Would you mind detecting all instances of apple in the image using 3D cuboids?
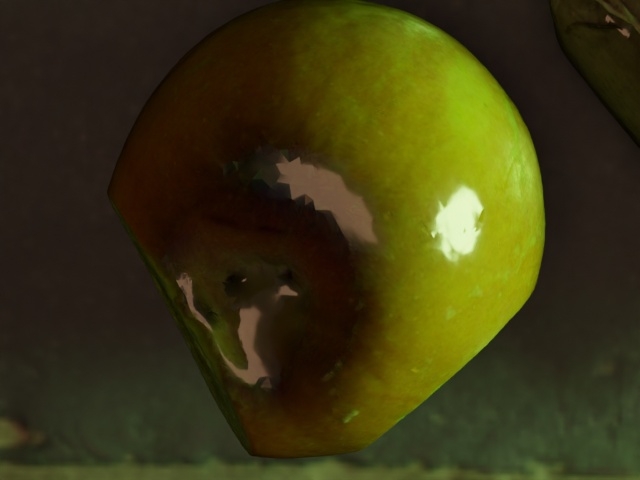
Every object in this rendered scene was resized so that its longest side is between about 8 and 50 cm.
[{"bbox_3d":[-0.004,-0.005,0.501,0.163,0.147,0.146,-41,93,14],"label":"apple"}]

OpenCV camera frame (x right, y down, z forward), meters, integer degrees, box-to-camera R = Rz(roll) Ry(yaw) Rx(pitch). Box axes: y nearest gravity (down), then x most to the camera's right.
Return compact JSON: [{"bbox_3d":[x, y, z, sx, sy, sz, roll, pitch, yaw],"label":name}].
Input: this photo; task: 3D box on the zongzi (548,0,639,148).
[{"bbox_3d":[0.131,-0.021,0.524,0.189,0.081,0.178,22,113,8],"label":"zongzi"}]
